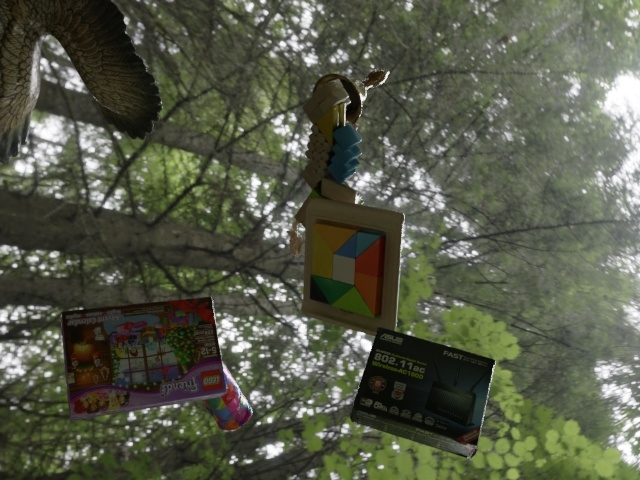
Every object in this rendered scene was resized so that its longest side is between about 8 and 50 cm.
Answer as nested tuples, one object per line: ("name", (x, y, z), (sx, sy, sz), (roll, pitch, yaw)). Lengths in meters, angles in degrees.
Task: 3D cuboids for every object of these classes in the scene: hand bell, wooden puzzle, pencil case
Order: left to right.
("pencil case", (-0.249, 0.349, 1.693), (0.104, 0.104, 0.236), (-4, -58, 31))
("wooden puzzle", (0.051, 0.049, 1.334), (0.221, 0.044, 0.238), (12, -79, 37))
("hand bell", (0.097, -0.355, 1.623), (0.126, 0.242, 0.126), (17, -56, 27))

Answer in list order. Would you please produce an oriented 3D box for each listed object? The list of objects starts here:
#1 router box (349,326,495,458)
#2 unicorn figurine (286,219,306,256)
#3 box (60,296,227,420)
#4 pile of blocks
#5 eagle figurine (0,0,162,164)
("router box", (0.100, 0.145, 0.677), (0.122, 0.038, 0.092), (15, -126, 11))
("unicorn figurine", (0.000, 0.000, 1.555), (0.060, 0.162, 0.111), (-144, -134, -69))
("box", (-0.342, 0.224, 1.362), (0.057, 0.293, 0.201), (133, -51, -60))
("pile of blocks", (0.045, -0.154, 1.416), (0.149, 0.113, 0.362), (29, -47, 28))
("eagle figurine", (-0.348, -0.259, 0.899), (0.226, 0.225, 0.298), (-4, -81, 29))
